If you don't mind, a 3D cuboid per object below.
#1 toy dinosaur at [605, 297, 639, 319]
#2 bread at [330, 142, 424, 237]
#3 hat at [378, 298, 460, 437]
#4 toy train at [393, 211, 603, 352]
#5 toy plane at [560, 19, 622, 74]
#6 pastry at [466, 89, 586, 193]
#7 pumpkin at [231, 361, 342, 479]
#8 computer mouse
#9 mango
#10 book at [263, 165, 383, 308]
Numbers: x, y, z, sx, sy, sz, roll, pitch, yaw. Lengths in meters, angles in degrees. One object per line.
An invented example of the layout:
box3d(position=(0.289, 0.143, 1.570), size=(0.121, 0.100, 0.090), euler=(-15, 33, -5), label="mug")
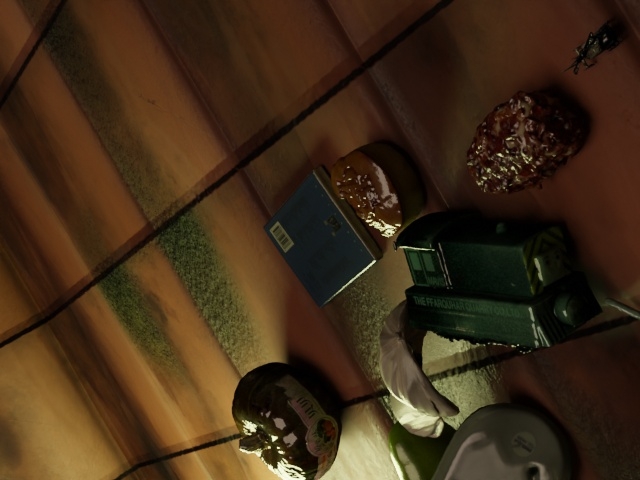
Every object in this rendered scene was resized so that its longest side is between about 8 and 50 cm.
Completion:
box3d(position=(0.510, 0.188, 1.578), size=(0.383, 0.076, 0.129), euler=(56, 171, 20), label="toy dinosaur")
box3d(position=(0.089, -0.089, 1.951), size=(0.156, 0.086, 0.125), euler=(43, 145, 24), label="bread")
box3d(position=(0.132, 0.203, 2.025), size=(0.226, 0.164, 0.220), euler=(-44, 43, 47), label="hat")
box3d(position=(0.242, 0.055, 1.808), size=(0.330, 0.138, 0.178), euler=(4, 115, 54), label="toy train")
box3d(position=(0.326, -0.231, 1.508), size=(0.031, 0.049, 0.121), euler=(56, 167, 6), label="toy plane")
box3d(position=(0.262, -0.123, 1.657), size=(0.115, 0.097, 0.208), euler=(66, 153, 9), label="pastry")
box3d(position=(-0.081, 0.373, 2.522), size=(0.260, 0.189, 0.260), euler=(38, 144, 35), label="pumpkin")
box3d(position=(0.273, 0.408, 2.003), size=(0.197, 0.095, 0.331), euler=(31, 110, 14), label="computer mouse")
box3d(position=(0.213, 0.427, 2.141), size=(0.143, 0.175, 0.293), euler=(-26, 92, 50), label="mango")
box3d(position=(0.000, 0.000, 2.229), size=(0.191, 0.025, 0.269), euler=(55, 150, 6), label="book")
